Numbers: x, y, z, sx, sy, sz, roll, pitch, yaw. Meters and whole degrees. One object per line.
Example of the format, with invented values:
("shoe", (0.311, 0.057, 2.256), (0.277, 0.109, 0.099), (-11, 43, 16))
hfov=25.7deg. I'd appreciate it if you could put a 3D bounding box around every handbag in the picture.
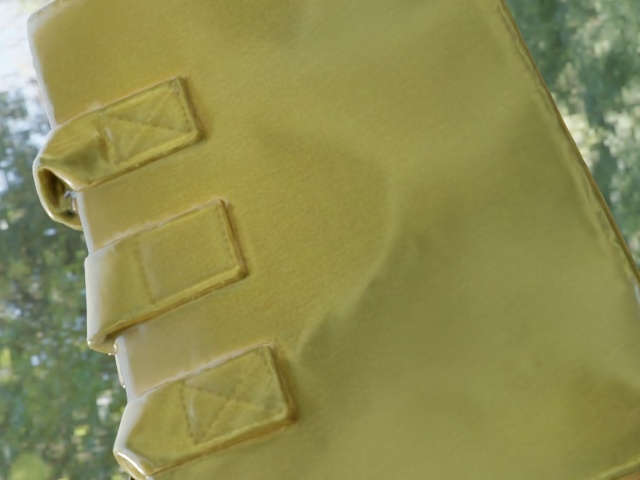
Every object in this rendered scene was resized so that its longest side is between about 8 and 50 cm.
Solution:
("handbag", (0.000, 0.000, 0.776), (0.133, 0.283, 0.401), (75, 176, -64))
